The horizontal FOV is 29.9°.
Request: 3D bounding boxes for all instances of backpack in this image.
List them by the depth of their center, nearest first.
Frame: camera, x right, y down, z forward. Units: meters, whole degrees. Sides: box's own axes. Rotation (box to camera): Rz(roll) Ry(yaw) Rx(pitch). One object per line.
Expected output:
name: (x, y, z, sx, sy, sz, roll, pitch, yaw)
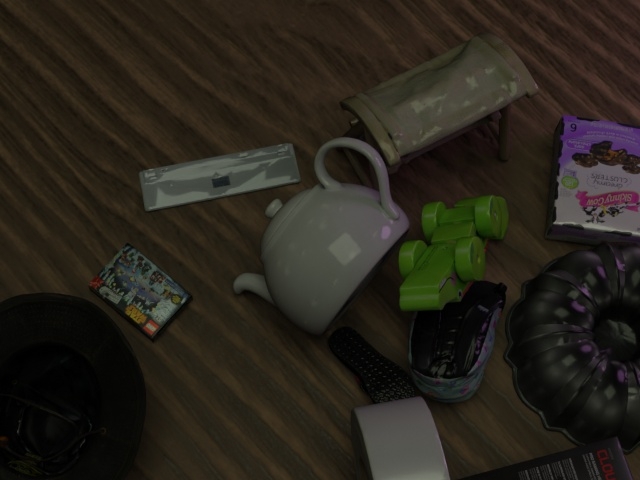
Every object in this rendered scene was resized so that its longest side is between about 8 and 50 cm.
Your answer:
backpack: (0.199, 0.149, 1.798, 0.152, 0.115, 0.182, 4, 55, 20)

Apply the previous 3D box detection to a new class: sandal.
sandal: (0.081, 0.202, 1.826, 0.067, 0.040, 0.179, -33, 59, -18)

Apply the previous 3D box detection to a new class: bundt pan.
bundt pan: (0.447, 0.146, 1.805, 0.331, 0.124, 0.331, 0, 68, -1)

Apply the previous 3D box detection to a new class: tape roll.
tape roll: (0.114, 0.359, 1.632, 0.100, 0.286, 0.286, -10, 70, -5)

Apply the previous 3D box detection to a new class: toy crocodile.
toy crocodile: (0.201, 0.018, 1.779, 0.115, 0.105, 0.340, -7, 24, 25)

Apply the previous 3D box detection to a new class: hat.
hat: (-0.384, 0.244, 1.746, 0.331, 0.134, 0.331, -1, 84, 10)

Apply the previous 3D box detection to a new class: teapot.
teapot: (0.000, 0.000, 1.780, 0.187, 0.252, 0.256, 40, 78, 6)

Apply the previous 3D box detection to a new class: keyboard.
keyboard: (-0.164, -0.103, 1.948, 0.256, 0.014, 0.072, -11, 75, -5)

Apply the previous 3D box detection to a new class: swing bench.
swing bench: (0.171, -0.187, 1.855, 0.253, 0.254, 0.165, -26, 72, -11)

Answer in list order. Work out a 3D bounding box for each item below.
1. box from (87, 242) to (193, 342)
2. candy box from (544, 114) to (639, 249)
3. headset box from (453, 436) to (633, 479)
box: (-0.280, 0.080, 1.866, 0.137, 0.027, 0.094, 37, 74, 12)
candy box: (0.454, -0.090, 1.922, 0.165, 0.070, 0.196, 8, 69, 2)
headset box: (0.328, 0.410, 1.630, 0.293, 0.110, 0.218, -15, 54, 4)
